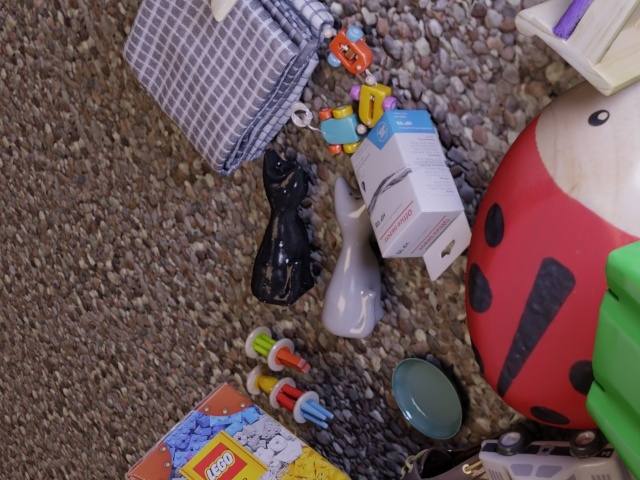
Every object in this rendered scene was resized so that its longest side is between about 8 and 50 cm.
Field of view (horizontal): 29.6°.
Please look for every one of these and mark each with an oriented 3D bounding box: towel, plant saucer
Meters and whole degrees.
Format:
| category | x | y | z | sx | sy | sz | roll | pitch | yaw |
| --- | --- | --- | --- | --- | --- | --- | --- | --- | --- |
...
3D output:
| category | x | y | z | sx | sy | sz | roll | pitch | yaw |
| --- | --- | --- | --- | --- | --- | --- | --- | --- | --- |
| towel | -0.129 | -0.249 | 1.563 | 0.235 | 0.121 | 0.283 | 51 | 140 | 13 |
| plant saucer | 0.146 | 0.206 | 1.603 | 0.119 | 0.021 | 0.119 | 26 | 128 | 37 |

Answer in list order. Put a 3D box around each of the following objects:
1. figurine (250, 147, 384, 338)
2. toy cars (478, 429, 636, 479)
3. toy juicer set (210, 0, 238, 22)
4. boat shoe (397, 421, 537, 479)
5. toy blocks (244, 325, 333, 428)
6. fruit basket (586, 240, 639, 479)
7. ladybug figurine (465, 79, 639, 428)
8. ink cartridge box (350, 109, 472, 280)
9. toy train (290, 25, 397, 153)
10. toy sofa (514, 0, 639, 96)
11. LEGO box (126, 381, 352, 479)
| category | x | y | z | sx | sy | sz | roll | pitch | yaw |
| --- | --- | --- | --- | --- | --- | --- | --- | --- | --- |
| figurine | 0.000 | 0.000 | 1.600 | 0.215 | 0.092 | 0.209 | 22 | 123 | 38 |
| toy cars | 0.346 | 0.328 | 1.332 | 0.394 | 0.087 | 0.176 | 30 | 134 | 14 |
| toy juicer set | -0.083 | -0.444 | 1.411 | 0.209 | 0.089 | 0.329 | -27 | 78 | 33 |
| boat shoe | 0.165 | 0.312 | 1.573 | 0.324 | 0.117 | 0.096 | -26 | 91 | 47 |
| toy blocks | -0.042 | 0.205 | 1.786 | 0.148 | 0.054 | 0.123 | 26 | 129 | 37 |
| fruit basket | 0.443 | 0.102 | 0.937 | 0.392 | 0.392 | 0.282 | 26 | 129 | 37 |
| ladybug figurine | 0.275 | 0.038 | 1.249 | 0.305 | 0.162 | 0.449 | 37 | 135 | 27 |
| ink cartridge box | 0.104 | -0.051 | 1.414 | 0.104 | 0.060 | 0.180 | -53 | 46 | 48 |
| toy train | 0.035 | -0.183 | 1.472 | 0.125 | 0.046 | 0.166 | 45 | 136 | 8 |
| toy sofa | 0.299 | -0.316 | 1.024 | 0.177 | 0.150 | 0.362 | 46 | 139 | 17 |
| LEGO box | -0.027 | 0.489 | 1.705 | 0.372 | 0.193 | 0.500 | 33 | 153 | 31 |
